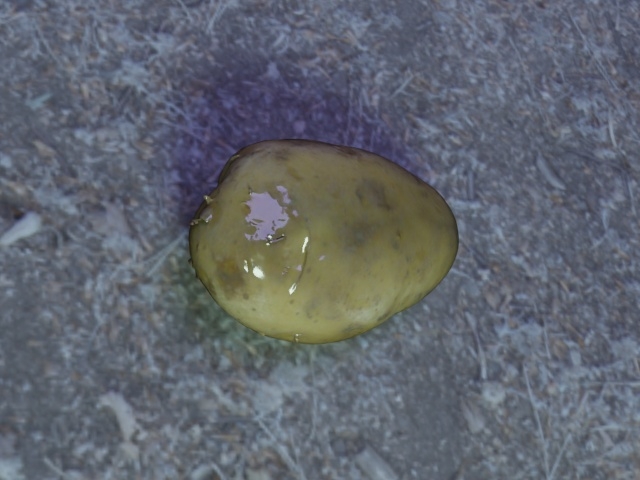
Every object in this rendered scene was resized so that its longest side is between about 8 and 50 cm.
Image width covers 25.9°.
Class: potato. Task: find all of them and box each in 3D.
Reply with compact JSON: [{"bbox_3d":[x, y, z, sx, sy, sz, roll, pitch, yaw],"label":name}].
[{"bbox_3d":[-0.001,-0.005,1.044,0.234,0.128,0.161,-26,92,-41],"label":"potato"}]
